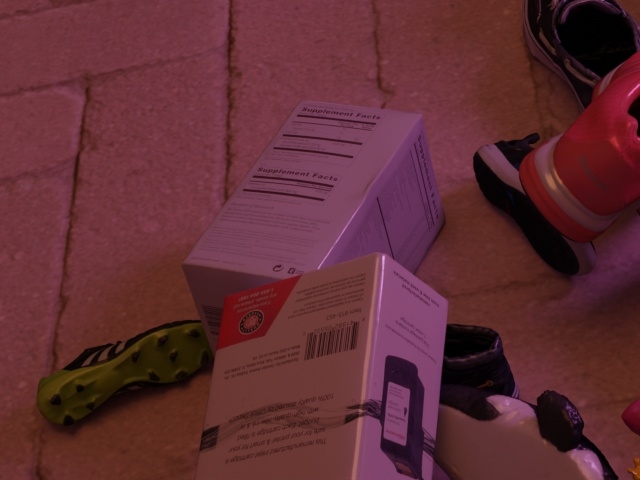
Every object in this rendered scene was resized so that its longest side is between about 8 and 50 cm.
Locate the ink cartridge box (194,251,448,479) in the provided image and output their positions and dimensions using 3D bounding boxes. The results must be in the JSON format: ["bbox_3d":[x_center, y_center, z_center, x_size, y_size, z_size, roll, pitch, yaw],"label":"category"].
[{"bbox_3d":[-0.001,0.149,1.510,0.172,0.100,0.237,-17,52,36],"label":"ink cartridge box"}]

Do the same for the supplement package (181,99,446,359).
[{"bbox_3d":[0.000,0.000,1.743,0.134,0.139,0.244,9,44,27],"label":"supplement package"}]

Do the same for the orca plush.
[{"bbox_3d":[0.159,0.190,1.528,0.287,0.102,0.151,8,89,42],"label":"orca plush"}]

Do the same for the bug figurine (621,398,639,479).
[{"bbox_3d":[0.327,0.178,1.402,0.216,0.072,0.279,7,45,7],"label":"bug figurine"}]

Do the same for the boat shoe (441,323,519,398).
[{"bbox_3d":[0.074,0.116,1.620,0.183,0.083,0.065,-8,39,12],"label":"boat shoe"}]

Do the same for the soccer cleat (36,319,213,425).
[{"bbox_3d":[-0.180,0.112,1.744,0.179,0.060,0.072,-23,26,-7],"label":"soccer cleat"}]

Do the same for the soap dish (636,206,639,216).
[{"bbox_3d":[0.453,-0.015,1.609,0.291,0.118,0.229,-26,39,-11],"label":"soap dish"}]

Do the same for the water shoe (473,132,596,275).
[{"bbox_3d":[0.216,-0.044,1.769,0.080,0.073,0.203,-24,40,-12],"label":"water shoe"}]

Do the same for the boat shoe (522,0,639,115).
[{"bbox_3d":[0.271,-0.210,1.922,0.108,0.102,0.301,-15,39,2],"label":"boat shoe"}]

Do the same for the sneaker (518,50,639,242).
[{"bbox_3d":[0.300,-0.106,1.665,0.136,0.116,0.314,-40,1,41],"label":"sneaker"}]
